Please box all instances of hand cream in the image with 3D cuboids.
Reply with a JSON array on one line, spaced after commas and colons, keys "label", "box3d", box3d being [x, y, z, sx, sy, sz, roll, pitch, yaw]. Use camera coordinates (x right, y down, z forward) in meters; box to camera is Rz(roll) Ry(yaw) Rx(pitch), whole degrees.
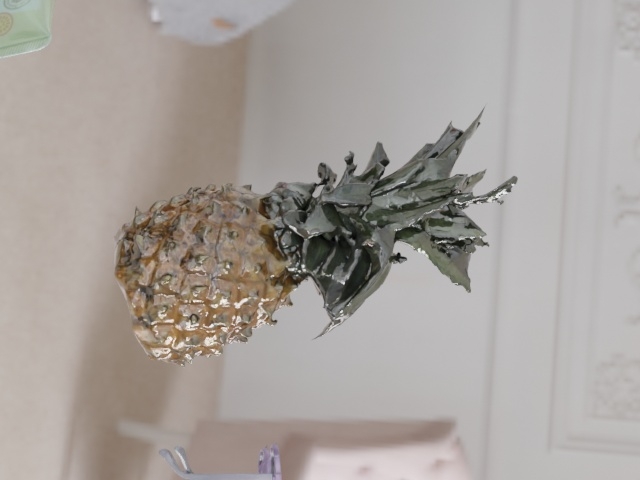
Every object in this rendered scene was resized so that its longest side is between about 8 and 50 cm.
[{"label": "hand cream", "box3d": [-0.291, -0.247, 1.394, 0.306, 0.147, 0.093, -86, 162, -50]}]

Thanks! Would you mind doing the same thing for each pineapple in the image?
[{"label": "pineapple", "box3d": [0.000, 0.002, 1.355, 0.165, 0.364, 0.166, -15, 90, -84]}]

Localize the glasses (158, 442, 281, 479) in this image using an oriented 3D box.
[{"label": "glasses", "box3d": [-0.092, 0.215, 1.382, 0.140, 0.103, 0.063, 138, -48, -75]}]
